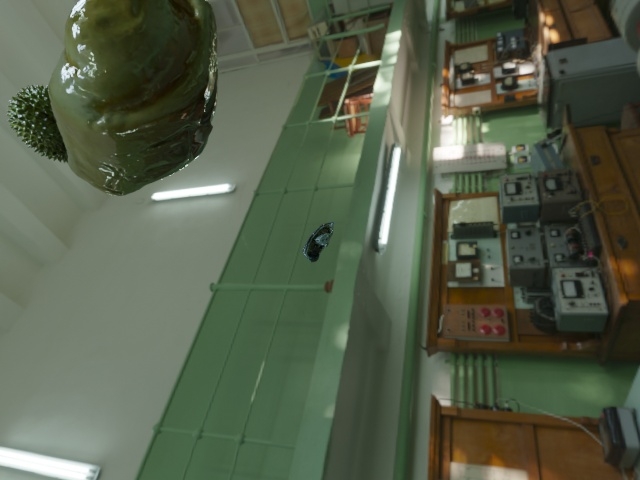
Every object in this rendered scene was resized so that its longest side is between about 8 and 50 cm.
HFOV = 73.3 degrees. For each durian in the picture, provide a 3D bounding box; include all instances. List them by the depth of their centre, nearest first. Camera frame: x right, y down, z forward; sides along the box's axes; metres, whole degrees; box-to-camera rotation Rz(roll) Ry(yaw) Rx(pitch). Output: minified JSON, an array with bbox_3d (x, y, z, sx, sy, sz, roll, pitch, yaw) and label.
[{"bbox_3d":[-0.629,-0.263,1.011,0.198,0.159,0.146,54,-141,-35],"label":"durian"}]

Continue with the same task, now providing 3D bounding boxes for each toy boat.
[{"bbox_3d":[0.000,0.000,0.749,0.083,0.038,0.038,-58,-33,-20],"label":"toy boat"}]

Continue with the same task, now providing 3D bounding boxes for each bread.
[{"bbox_3d":[-0.273,-0.250,0.710,0.300,0.210,0.341,-63,9,-31],"label":"bread"}]
